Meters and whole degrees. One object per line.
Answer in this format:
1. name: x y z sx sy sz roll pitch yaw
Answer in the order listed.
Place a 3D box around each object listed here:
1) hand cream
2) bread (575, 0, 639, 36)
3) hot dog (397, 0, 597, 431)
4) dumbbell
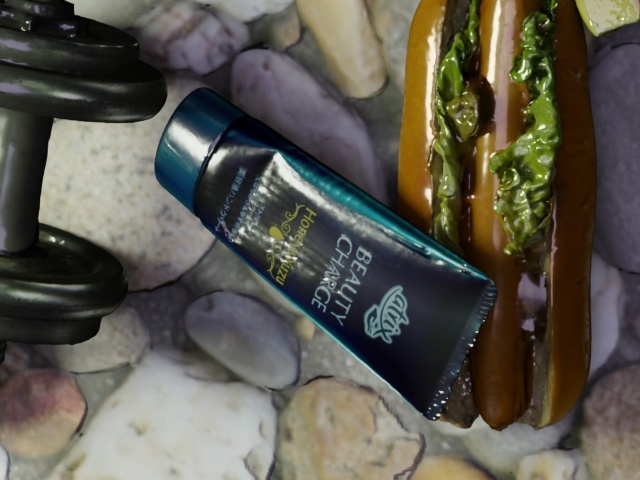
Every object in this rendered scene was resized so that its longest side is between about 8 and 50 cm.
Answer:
1. hand cream: 0.000 0.000 1.179 0.270 0.061 0.120 37 124 23
2. bread: 0.161 -0.243 1.133 0.049 0.088 0.226 -21 92 18
3. hot dog: 0.117 -0.034 1.164 0.135 0.100 0.337 3 100 15
4. dumbbell: -0.212 -0.052 1.193 0.192 0.192 0.290 15 103 10
